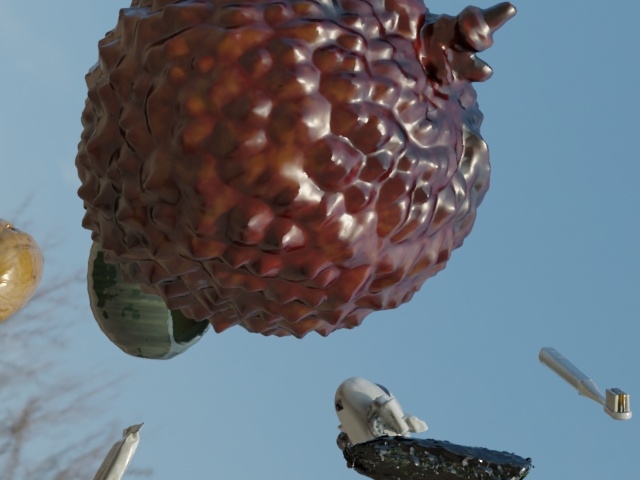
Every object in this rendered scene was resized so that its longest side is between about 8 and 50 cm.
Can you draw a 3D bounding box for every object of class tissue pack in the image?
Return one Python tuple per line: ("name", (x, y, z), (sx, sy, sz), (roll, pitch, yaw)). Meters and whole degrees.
("tissue pack", (-0.309, 0.348, 2.116), (0.026, 0.193, 0.122), (30, -20, -11))

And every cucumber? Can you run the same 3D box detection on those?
("cucumber", (0.109, 0.211, 1.398), (0.053, 0.182, 0.053), (-170, -90, -83))

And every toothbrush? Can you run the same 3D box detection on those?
("toothbrush", (0.304, 0.163, 1.744), (0.342, 0.025, 0.030), (-137, -135, -83))

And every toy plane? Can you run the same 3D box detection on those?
("toy plane", (0.081, 0.242, 1.838), (0.174, 0.080, 0.174), (39, -32, 30))

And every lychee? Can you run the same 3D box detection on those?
("lychee", (-0.022, -0.113, 1.496), (0.500, 0.425, 0.424), (-31, -96, 32))

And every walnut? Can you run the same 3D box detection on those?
("walnut", (-0.436, 0.037, 1.940), (0.144, 0.144, 0.180), (65, 7, 0))

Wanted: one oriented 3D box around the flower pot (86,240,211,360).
("flower pot", (-0.219, 0.038, 1.996), (0.157, 0.189, 0.243), (8, -96, 36))
